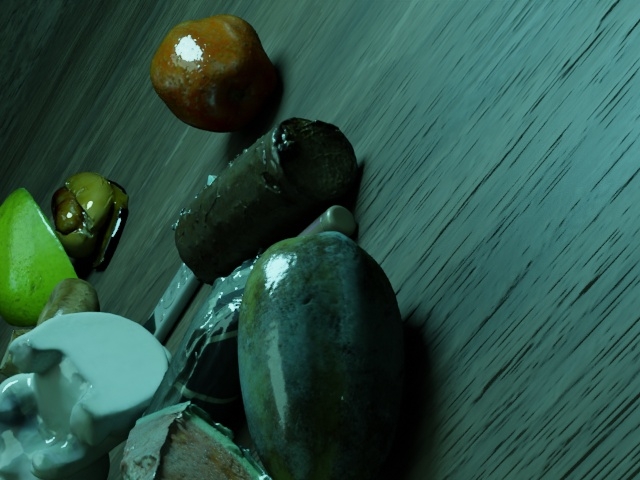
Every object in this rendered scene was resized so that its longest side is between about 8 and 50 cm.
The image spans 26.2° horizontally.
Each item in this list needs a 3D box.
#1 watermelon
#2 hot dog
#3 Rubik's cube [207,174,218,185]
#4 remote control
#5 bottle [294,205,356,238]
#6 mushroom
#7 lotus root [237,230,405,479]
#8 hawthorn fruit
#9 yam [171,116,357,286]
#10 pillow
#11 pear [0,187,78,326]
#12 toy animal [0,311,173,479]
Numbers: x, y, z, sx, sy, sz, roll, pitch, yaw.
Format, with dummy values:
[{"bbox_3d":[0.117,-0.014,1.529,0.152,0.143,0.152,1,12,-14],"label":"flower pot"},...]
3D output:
[{"bbox_3d":[-0.127,0.269,1.389,0.148,0.226,0.318,-31,45,12],"label":"watermelon"},{"bbox_3d":[-0.457,-0.042,2.562,0.326,0.107,0.194,-2,67,66],"label":"hot dog"},{"bbox_3d":[-0.114,-0.053,1.855,0.084,0.073,0.075,-123,43,-59],"label":"Rubik's cube"},{"bbox_3d":[-0.200,0.063,1.978,0.261,0.029,0.067,-57,24,22],"label":"remote control"},{"bbox_3d":[0.000,0.000,1.575,0.096,0.045,0.045,-43,31,40],"label":"bottle"},{"bbox_3d":[-0.445,0.195,2.252,0.278,0.146,0.278,-157,90,-78],"label":"mushroom"},{"bbox_3d":[0.004,0.136,1.285,0.140,0.158,0.322,-43,38,44],"label":"lotus root"},{"bbox_3d":[-0.151,-0.242,1.997,0.189,0.189,0.189,-48,28,37],"label":"hawthorn fruit"},{"bbox_3d":[-0.075,-0.048,1.683,0.280,0.131,0.131,-38,35,51],"label":"yam"},{"bbox_3d":[-0.140,0.166,1.657,0.335,0.092,0.161,-61,10,15],"label":"pillow"},{"bbox_3d":[-0.541,0.028,2.497,0.288,0.139,0.239,10,115,66],"label":"pear"},{"bbox_3d":[-0.336,0.272,1.853,0.196,0.241,0.367,45,116,26],"label":"toy animal"}]
